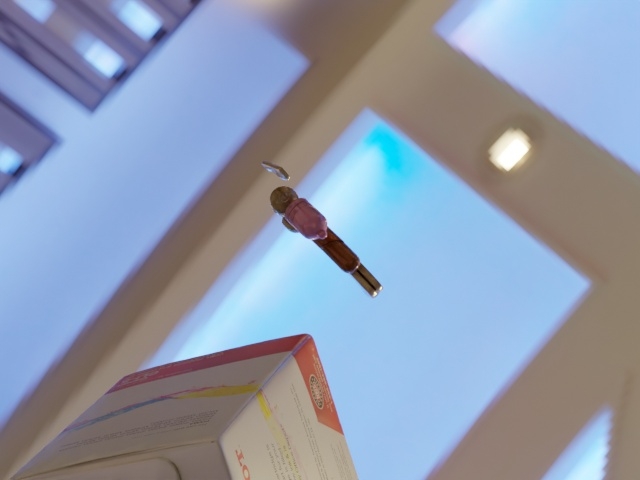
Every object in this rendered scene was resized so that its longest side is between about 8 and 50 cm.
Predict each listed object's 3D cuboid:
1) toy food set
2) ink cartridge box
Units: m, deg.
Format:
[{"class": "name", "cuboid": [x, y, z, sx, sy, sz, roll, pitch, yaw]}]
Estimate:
[{"class": "toy food set", "cuboid": [0.000, 0.000, 1.295, 0.019, 0.122, 0.078, -42, -166, -6]}, {"class": "ink cartridge box", "cuboid": [-0.066, 0.145, 1.053, 0.127, 0.128, 0.176, -13, -170, 18]}]
